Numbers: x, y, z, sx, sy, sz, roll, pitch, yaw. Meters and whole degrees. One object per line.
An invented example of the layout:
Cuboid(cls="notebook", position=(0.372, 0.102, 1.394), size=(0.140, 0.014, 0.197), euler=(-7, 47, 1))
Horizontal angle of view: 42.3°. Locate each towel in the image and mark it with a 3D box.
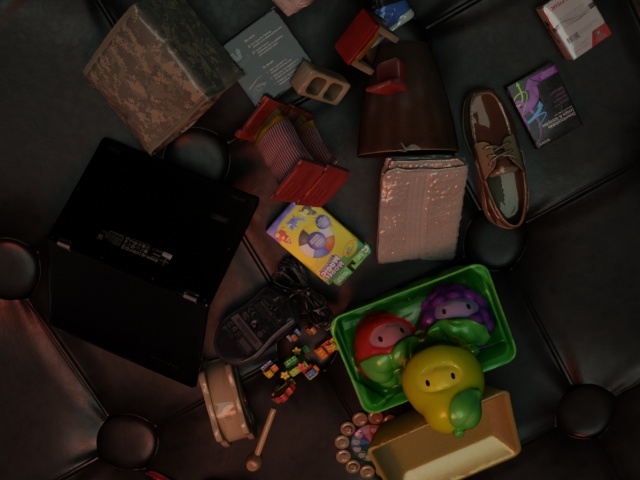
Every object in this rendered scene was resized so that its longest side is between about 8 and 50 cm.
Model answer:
Cuboid(cls="towel", position=(0.220, -0.063, 1.818), size=(0.187, 0.049, 0.282), euler=(-2, 128, -2))

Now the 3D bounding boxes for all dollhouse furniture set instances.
Cuboid(cls="dollhouse furniture set", position=(0.014, -0.267, 1.664), size=(0.152, 0.201, 0.374), euler=(9, 130, -46))

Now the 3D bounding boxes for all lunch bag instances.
Cuboid(cls="lunch bag", position=(-0.338, -0.335, 1.705), size=(0.287, 0.169, 0.235), euler=(-31, 102, 41))

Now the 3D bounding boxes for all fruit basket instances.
Cuboid(cls="fruit basket", position=(0.233, 0.238, 1.781), size=(0.392, 0.392, 0.283), euler=(-21, 104, 3))

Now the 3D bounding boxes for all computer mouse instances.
Cuboid(cls="computer mouse", position=(-0.117, 0.185, 1.890), size=(0.272, 0.072, 0.188), euler=(-35, 79, -1))

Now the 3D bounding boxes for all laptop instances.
Cuboid(cls="laptop", position=(-0.378, 0.052, 1.834), size=(0.382, 0.236, 0.408), euler=(22, 74, 8))

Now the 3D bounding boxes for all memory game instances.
Cuboid(cls="memory game", position=(0.126, 0.497, 2.019), size=(0.186, 0.012, 0.186), euler=(-1, 104, -2))

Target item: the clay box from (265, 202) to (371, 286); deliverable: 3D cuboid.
Cuboid(cls="clay box", position=(0.000, 0.000, 1.870), size=(0.222, 0.053, 0.127), euler=(40, 99, -10))

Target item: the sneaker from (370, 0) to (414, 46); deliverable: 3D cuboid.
Cuboid(cls="sneaker", position=(0.117, -0.470, 1.756), size=(0.152, 0.058, 0.084), euler=(-36, 108, 2))

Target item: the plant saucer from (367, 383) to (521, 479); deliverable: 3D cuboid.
Cuboid(cls="plant saucer", position=(0.284, 0.459, 1.919), size=(0.333, 0.081, 0.332), euler=(-23, 138, 1))

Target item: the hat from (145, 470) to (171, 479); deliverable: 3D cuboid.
Cuboid(cls="hat", position=(-0.269, 0.604, 2.022), size=(0.173, 0.183, 0.208), euler=(-43, 144, 14))

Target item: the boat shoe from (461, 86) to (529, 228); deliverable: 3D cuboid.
Cuboid(cls="boat shoe", position=(0.395, -0.177, 1.812), size=(0.123, 0.116, 0.324), euler=(-19, 104, 2))

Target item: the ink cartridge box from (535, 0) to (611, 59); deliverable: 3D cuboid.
Cuboid(cls="ink cartridge box", position=(0.542, -0.472, 1.778), size=(0.099, 0.056, 0.135), euler=(-34, 103, 5))

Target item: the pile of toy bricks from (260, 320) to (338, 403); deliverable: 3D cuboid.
Cuboid(cls="pile of toy bricks", position=(-0.051, 0.281, 1.910), size=(0.212, 0.105, 0.118), euler=(-39, 102, 7))

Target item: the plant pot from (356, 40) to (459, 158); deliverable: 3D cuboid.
Cuboid(cls="plant pot", position=(0.179, -0.295, 1.745), size=(0.215, 0.215, 0.230), euler=(-2, 91, -2))

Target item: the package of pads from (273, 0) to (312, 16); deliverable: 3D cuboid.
Cuboid(cls="package of pads", position=(-0.042, -0.610, 1.629), size=(0.229, 0.101, 0.296), euler=(44, 63, -11))

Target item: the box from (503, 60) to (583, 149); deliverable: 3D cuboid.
Cuboid(cls="box", position=(0.495, -0.298, 1.833), size=(0.116, 0.029, 0.162), euler=(-30, 104, 5))

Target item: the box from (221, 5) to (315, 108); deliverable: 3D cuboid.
Cuboid(cls="box", position=(-0.114, -0.383, 1.750), size=(0.156, 0.093, 0.158), euler=(-35, 104, 5))

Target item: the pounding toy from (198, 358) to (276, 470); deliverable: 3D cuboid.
Cuboid(cls="pounding toy", position=(-0.173, 0.388, 1.920), size=(0.155, 0.154, 0.269), euler=(-16, 85, 1))
